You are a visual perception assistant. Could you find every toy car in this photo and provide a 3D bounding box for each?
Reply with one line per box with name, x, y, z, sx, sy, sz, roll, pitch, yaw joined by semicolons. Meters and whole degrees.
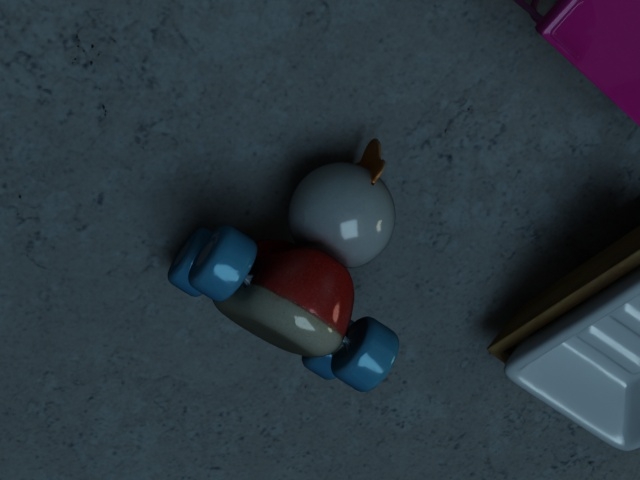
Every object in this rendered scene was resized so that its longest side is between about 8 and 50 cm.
toy car;0.000;0.000;1.213;0.219;0.210;0.238;34;80;-15

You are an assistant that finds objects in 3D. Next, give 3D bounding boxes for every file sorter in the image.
file sorter;0.343;-0.228;1.133;0.290;0.182;0.202;34;106;-30

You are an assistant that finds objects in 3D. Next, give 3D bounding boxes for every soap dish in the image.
soap dish;0.370;0.106;1.308;0.229;0.118;0.291;33;137;-14
